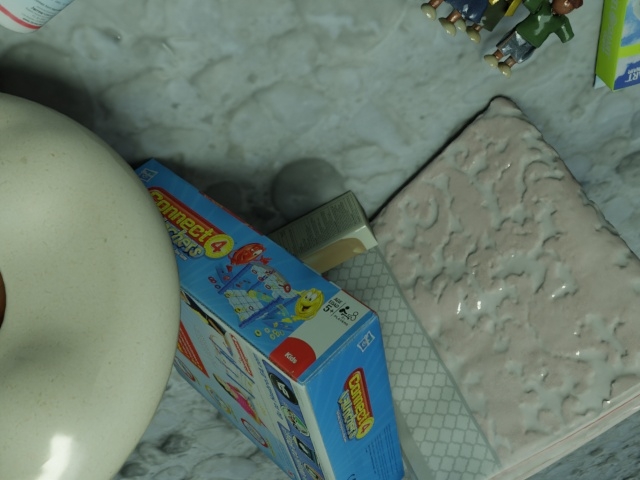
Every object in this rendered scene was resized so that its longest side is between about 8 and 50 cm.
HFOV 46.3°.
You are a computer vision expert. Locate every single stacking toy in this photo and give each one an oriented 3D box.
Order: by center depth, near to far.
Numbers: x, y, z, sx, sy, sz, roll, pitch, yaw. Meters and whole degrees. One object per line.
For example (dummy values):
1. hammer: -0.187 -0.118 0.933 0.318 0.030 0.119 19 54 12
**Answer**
1. stacking toy: -0.295 0.115 0.699 0.350 0.351 0.480 -11 162 -10

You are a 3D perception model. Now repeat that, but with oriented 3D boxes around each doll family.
1. doll family: 0.145 -0.232 0.639 0.193 0.076 0.111 23 128 -34

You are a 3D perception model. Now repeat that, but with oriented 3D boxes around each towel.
1. towel: 0.160 0.069 0.771 0.317 0.332 0.053 -43 146 25

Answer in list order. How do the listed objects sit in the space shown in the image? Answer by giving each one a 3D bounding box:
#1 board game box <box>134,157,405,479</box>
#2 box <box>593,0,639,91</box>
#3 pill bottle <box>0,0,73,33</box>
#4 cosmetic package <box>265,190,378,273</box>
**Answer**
1. board game box: -0.066 0.109 0.747 0.086 0.302 0.308 -41 144 -23
2. box: 0.336 -0.226 0.740 0.108 0.042 0.178 -17 137 -3
3. pill bottle: -0.174 -0.223 0.515 0.160 0.087 0.087 -33 137 14
4. cosmetic package: 0.000 0.000 0.838 0.115 0.060 0.041 -27 138 10
